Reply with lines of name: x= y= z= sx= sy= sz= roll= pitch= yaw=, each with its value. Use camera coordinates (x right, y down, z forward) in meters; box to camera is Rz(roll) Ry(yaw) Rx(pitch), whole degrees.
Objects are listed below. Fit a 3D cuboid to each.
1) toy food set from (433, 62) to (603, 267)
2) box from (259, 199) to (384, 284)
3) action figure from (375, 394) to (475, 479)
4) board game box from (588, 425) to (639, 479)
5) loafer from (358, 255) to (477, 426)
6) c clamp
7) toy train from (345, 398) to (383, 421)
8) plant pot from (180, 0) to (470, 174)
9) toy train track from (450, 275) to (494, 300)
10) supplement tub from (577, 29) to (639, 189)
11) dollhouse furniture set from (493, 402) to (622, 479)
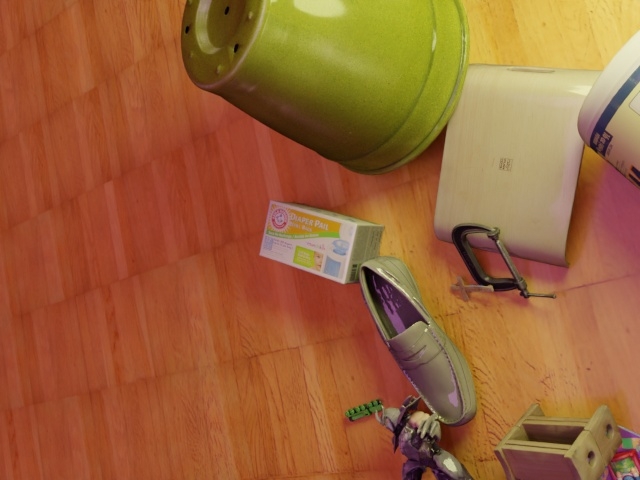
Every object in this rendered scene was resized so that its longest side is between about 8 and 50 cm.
toy food set: x=0.313 y=-0.122 z=1.082 sx=0.219 sy=0.092 sz=0.306 roll=14 pitch=106 yaw=33
box: x=0.000 y=0.000 z=1.271 sx=0.203 sy=0.103 sz=0.114 roll=16 pitch=98 yaw=33
action figure: x=0.196 y=0.368 z=1.108 sx=0.099 sy=0.185 sz=0.285 roll=-40 pitch=60 yaw=-22
board game box: x=0.462 y=0.357 z=0.995 sx=0.168 sy=0.033 sz=0.133 roll=23 pitch=102 yaw=32
loafer: x=0.156 y=0.171 z=1.157 sx=0.112 sy=0.111 sz=0.320 roll=-40 pitch=68 yaw=27
c clamp: x=0.284 y=0.031 z=1.083 sx=0.161 sy=0.022 sz=0.137 roll=54 pitch=149 yaw=-15
toy train: x=0.081 y=0.318 z=1.264 sx=0.083 sy=0.017 sz=0.024 roll=-29 pitch=84 yaw=30
plant pot: x=-0.017 y=-0.314 z=1.087 sx=0.366 sy=0.352 sz=0.367 roll=-10 pitch=77 yaw=48
toy train track: x=0.257 y=0.078 z=1.143 sx=0.083 sy=0.014 sz=0.048 roll=-1 pitch=117 yaw=49
supplement tub: x=0.518 y=-0.123 z=0.842 sx=0.325 sy=0.235 sz=0.235 roll=50 pitch=115 yaw=25
dollhouse furniture set: x=0.373 y=0.352 z=1.000 sx=0.129 sy=0.129 sz=0.184 roll=-14 pitch=104 yaw=51
